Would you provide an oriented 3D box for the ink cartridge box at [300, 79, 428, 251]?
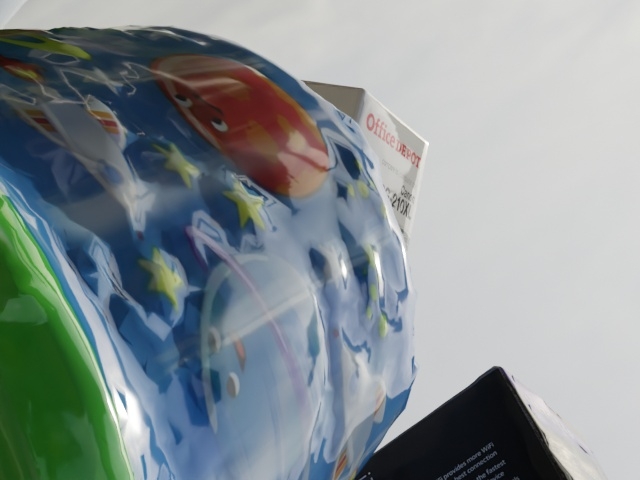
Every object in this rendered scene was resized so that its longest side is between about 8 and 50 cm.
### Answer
[{"bbox_3d":[0.000,0.000,1.567,0.100,0.237,0.172,7,170,23],"label":"ink cartridge box"}]

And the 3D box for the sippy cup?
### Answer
[{"bbox_3d":[-0.092,0.038,0.529,0.224,0.240,0.305,-25,145,-54],"label":"sippy cup"}]

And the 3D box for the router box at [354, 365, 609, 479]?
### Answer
[{"bbox_3d":[0.009,0.232,0.680,0.309,0.081,0.243,-37,-131,12],"label":"router box"}]

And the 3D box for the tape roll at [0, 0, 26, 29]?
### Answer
[{"bbox_3d":[-0.216,-0.173,0.641,0.286,0.286,0.100,-38,161,-17],"label":"tape roll"}]
